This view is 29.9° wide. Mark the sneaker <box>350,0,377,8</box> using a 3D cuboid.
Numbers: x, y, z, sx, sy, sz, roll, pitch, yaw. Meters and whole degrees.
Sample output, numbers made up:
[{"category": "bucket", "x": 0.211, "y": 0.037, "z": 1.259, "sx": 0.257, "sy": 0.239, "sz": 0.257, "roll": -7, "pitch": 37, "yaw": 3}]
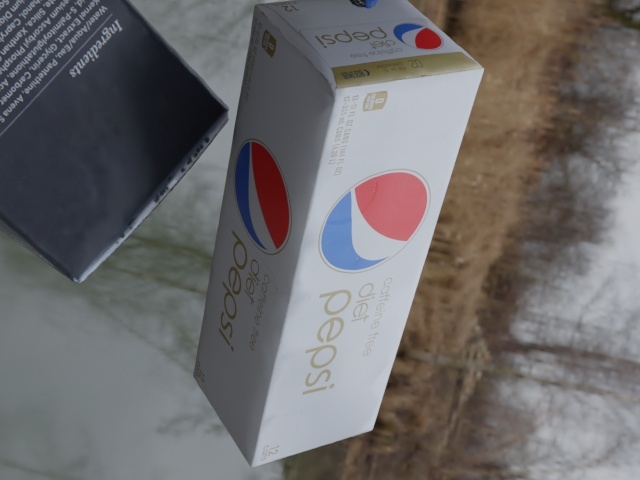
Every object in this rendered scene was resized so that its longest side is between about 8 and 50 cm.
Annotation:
[{"category": "sneaker", "x": 0.051, "y": -0.137, "z": 0.472, "sx": 0.221, "sy": 0.083, "sz": 0.087, "roll": -27, "pitch": 99, "yaw": -50}]

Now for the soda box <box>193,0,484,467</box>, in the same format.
[{"category": "soda box", "x": 0.000, "y": 0.000, "z": 0.538, "sx": 0.074, "sy": 0.069, "sz": 0.216, "roll": -13, "pitch": 134, "yaw": -30}]

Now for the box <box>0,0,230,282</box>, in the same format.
[{"category": "box", "x": -0.167, "y": -0.095, "z": 0.543, "sx": 0.108, "sy": 0.153, "sz": 0.207, "roll": -50, "pitch": 119, "yaw": -11}]
